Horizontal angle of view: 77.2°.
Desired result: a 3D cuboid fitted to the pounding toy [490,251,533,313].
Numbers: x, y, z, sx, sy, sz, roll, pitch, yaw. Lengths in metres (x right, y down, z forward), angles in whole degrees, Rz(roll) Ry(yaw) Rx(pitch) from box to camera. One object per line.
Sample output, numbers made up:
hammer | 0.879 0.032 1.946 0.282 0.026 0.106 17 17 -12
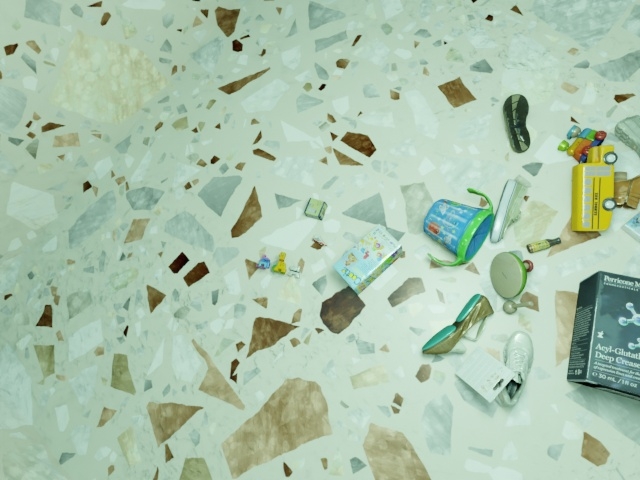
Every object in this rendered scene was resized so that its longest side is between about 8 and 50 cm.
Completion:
pounding toy | 0.786 0.158 1.593 0.110 0.183 0.237 -3 70 -14

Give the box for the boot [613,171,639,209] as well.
boot | 1.281 -0.197 1.618 0.197 0.073 0.152 6 72 29

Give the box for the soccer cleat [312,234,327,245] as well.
soccer cleat | 0.000 0.000 1.901 0.083 0.029 0.035 24 84 25

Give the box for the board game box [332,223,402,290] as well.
board game box | 0.210 0.086 1.757 0.275 0.142 0.144 -42 68 -2

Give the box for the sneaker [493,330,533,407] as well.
sneaker | 0.739 0.482 1.508 0.110 0.118 0.292 15 75 20

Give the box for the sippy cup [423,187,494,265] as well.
sippy cup | 0.566 -0.061 1.684 0.224 0.240 0.305 33 58 31

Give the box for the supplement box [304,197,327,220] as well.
supplement box | -0.022 -0.151 1.940 0.083 0.056 0.083 17 77 19

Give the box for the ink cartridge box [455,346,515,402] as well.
ink cartridge box | 0.625 0.509 1.519 0.145 0.045 0.179 -47 35 -4

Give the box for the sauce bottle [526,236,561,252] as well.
sauce bottle | 0.921 0.016 1.653 0.128 0.042 0.042 -19 69 9

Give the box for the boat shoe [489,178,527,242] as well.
boat shoe | 0.799 -0.124 1.698 0.094 0.109 0.302 19 75 17

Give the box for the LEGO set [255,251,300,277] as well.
LEGO set | -0.199 0.100 1.887 0.227 0.087 0.093 13 76 17

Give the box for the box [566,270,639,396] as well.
box | 1.084 0.343 1.413 0.293 0.212 0.395 12 75 18

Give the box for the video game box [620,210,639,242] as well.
video game box | 1.336 -0.045 1.565 0.187 0.048 0.205 -39 67 -3

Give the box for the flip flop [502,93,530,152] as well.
flip flop | 0.891 -0.529 1.828 0.112 0.080 0.277 -7 86 7

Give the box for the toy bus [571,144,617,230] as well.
toy bus | 1.084 -0.204 1.597 0.130 0.108 0.333 0 92 16

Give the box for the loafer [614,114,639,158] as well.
loafer | 1.356 -0.386 1.638 0.111 0.112 0.319 -30 67 12

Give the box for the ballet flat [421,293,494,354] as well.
ballet flat | 0.565 0.366 1.607 0.342 0.116 0.124 -43 87 -6

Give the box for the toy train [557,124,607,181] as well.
toy train | 1.083 -0.379 1.716 0.248 0.105 0.143 -48 57 -4
